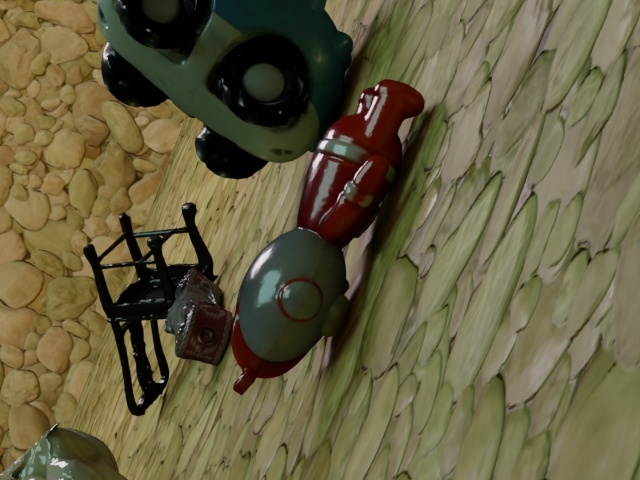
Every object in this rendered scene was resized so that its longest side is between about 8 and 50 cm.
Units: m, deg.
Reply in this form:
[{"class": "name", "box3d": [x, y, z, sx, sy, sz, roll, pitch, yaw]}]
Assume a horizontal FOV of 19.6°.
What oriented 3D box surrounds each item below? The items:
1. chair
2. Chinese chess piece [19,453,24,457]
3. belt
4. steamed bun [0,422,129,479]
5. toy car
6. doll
[{"class": "chair", "box3d": [-0.181, 0.084, 2.128, 0.106, 0.113, 0.229, -48, -52, -55]}, {"class": "Chinese chess piece", "box3d": [-0.284, 0.290, 2.074, 0.144, 0.144, 0.058, -56, 11, 54]}, {"class": "belt", "box3d": [-0.130, 0.083, 1.945, 0.232, 0.053, 0.071, -123, 52, -79]}, {"class": "steamed bun", "box3d": [-0.280, 0.334, 1.771, 0.320, 0.206, 0.275, -41, 1, -37]}, {"class": "toy car", "box3d": [-0.082, -0.192, 1.748, 0.190, 0.255, 0.188, -54, -2, -22]}, {"class": "doll", "box3d": [0.000, 0.000, 1.313, 0.245, 0.076, 0.142, -65, 8, -7]}]
